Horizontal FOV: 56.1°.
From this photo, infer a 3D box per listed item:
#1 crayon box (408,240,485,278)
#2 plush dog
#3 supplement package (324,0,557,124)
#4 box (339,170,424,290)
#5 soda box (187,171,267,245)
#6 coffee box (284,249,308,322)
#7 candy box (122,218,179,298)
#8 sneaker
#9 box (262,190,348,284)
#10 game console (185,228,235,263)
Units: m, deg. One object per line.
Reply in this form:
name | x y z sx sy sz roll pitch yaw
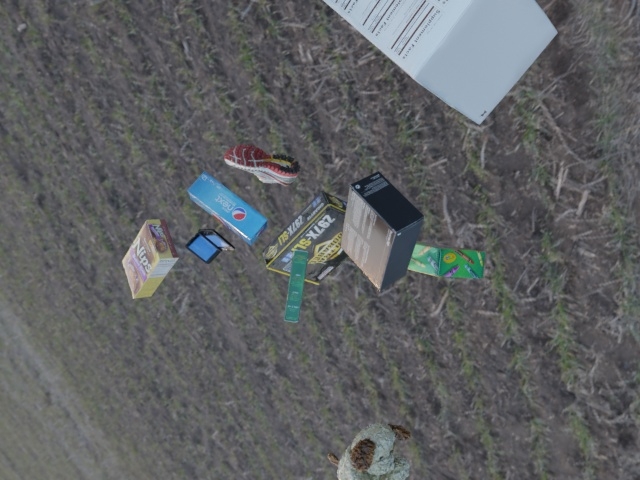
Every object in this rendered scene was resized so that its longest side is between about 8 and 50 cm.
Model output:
crayon box | 0.332 0.051 1.789 0.278 0.165 0.081 13 98 63
plush dog | 0.137 0.604 1.683 0.210 0.262 0.225 36 121 26
supplement package | 0.142 -0.283 0.743 0.149 0.194 0.203 -51 58 20
box | 0.153 -0.020 1.571 0.184 0.103 0.261 52 155 28
soda box | -0.240 -0.082 1.557 0.210 0.071 0.067 37 165 5
coffee box | -0.064 0.119 1.583 0.040 0.184 0.113 8 177 -1
candy box | -0.406 0.045 1.421 0.187 0.053 0.109 -45 60 40
sneaker | -0.180 -0.214 1.798 0.225 0.088 0.093 17 142 -10
box | 0.000 0.000 2.020 0.322 0.257 0.079 -44 46 24
game console | -0.367 0.022 2.003 0.107 0.071 0.122 -1 147 38
